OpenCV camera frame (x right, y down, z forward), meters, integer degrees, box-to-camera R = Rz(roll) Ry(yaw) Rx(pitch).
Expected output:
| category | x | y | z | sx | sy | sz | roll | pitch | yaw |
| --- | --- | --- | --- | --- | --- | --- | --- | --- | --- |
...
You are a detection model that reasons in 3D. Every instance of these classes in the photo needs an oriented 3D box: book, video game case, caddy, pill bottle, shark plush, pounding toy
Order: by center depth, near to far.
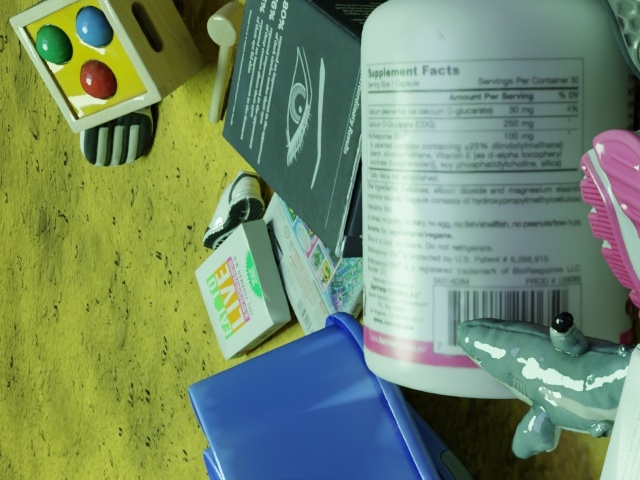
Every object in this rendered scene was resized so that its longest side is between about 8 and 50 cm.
| category | x | y | z | sx | sy | sz | roll | pitch | yaw |
| --- | --- | --- | --- | --- | --- | --- | --- | --- | --- |
| shark plush | 0.122 | 0.063 | 0.603 | 0.067 | 0.073 | 0.161 | 53 | 167 | -10 |
| pill bottle | 0.103 | -0.062 | 0.748 | 0.160 | 0.160 | 0.283 | 10 | 102 | 60 |
| caddy | 0.035 | 0.216 | 0.896 | 0.241 | 0.179 | 0.341 | 90 | 159 | -57 |
| video game case | 0.000 | 0.000 | 1.084 | 0.157 | 0.019 | 0.143 | 64 | 144 | 35 |
| book | -0.071 | 0.049 | 1.188 | 0.144 | 0.035 | 0.096 | -43 | 61 | 62 |
| pounding toy | -0.165 | -0.173 | 1.207 | 0.206 | 0.094 | 0.181 | -15 | 111 | 37 |

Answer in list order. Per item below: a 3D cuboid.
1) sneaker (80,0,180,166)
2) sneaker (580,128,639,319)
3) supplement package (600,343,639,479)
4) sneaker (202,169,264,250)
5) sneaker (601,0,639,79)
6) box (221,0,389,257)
| category | x | y | z | sx | sy | sz | roll | pitch | yaw |
| --- | --- | --- | --- | --- | --- | --- | --- | --- | --- |
| sneaker | -0.237 | -0.233 | 1.390 | 0.162 | 0.106 | 0.281 | 59 | 142 | 44 |
| sneaker | 0.216 | 0.048 | 0.627 | 0.103 | 0.111 | 0.252 | -131 | 22 | -63 |
| supplement package | 0.253 | 0.174 | 0.475 | 0.262 | 0.198 | 0.199 | 38 | 125 | 53 |
| sneaker | -0.081 | -0.026 | 1.213 | 0.109 | 0.040 | 0.044 | -48 | 37 | 48 |
| sneaker | 0.193 | -0.178 | 0.660 | 0.226 | 0.163 | 0.086 | 49 | 143 | -17 |
| box | 0.025 | -0.102 | 0.935 | 0.207 | 0.108 | 0.153 | 48 | 133 | 47 |
